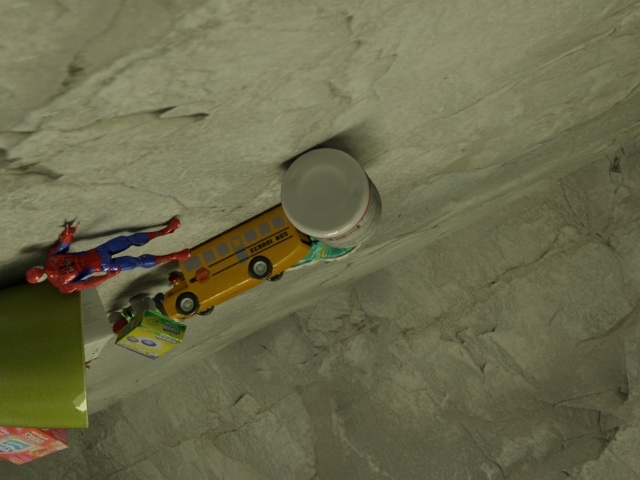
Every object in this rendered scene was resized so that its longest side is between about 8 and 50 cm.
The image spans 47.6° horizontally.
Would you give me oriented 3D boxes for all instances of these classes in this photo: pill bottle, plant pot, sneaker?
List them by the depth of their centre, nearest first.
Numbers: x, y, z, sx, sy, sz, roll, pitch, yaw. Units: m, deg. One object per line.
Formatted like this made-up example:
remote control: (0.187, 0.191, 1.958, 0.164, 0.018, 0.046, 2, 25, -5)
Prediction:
plant pot: (-0.555, 0.199, 1.234, 0.293, 0.275, 0.275, -3, 162, -18)
pill bottle: (0.033, -0.070, 1.395, 0.160, 0.160, 0.283, -26, 169, 7)
sneaker: (0.000, 0.000, 1.820, 0.275, 0.107, 0.110, -22, 159, -14)

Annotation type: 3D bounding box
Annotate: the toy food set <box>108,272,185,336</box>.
toy food set: (-0.412, 0.164, 1.708, 0.232, 0.111, 0.104, -16, 136, 12)

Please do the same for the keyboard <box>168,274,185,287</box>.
keyboard: (-0.272, 0.085, 1.853, 0.072, 0.014, 0.256, -27, 170, 37)

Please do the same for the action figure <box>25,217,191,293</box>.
action figure: (-0.336, 0.017, 1.194, 0.280, 0.091, 0.139, -17, 173, -38)

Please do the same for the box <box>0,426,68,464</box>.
box: (-0.816, 0.478, 1.936, 0.154, 0.142, 0.300, -20, 149, -3)

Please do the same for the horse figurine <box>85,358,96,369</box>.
horse figurine: (-0.779, 0.412, 2.147, 0.174, 0.066, 0.263, -35, 167, 24)

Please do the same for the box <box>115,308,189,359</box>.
box: (-0.375, 0.209, 1.621, 0.105, 0.043, 0.179, 28, 141, -24)

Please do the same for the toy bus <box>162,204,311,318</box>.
toy bus: (-0.188, 0.054, 1.573, 0.332, 0.130, 0.108, -26, 170, 8)

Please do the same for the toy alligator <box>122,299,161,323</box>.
toy alligator: (-0.431, 0.175, 1.832, 0.189, 0.056, 0.051, -21, 128, -18)

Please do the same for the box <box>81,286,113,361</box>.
box: (-0.545, 0.194, 1.489, 0.182, 0.119, 0.181, -18, 167, -34)
